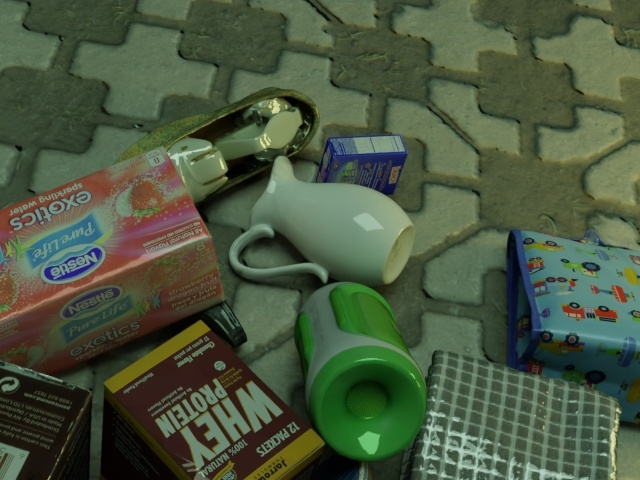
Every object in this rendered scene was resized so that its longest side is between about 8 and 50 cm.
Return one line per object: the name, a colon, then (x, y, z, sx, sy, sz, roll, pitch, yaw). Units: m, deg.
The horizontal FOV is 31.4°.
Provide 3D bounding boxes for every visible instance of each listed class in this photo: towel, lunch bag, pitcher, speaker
towel: (0.207, 0.269, 1.262, 0.235, 0.121, 0.284, 15, 48, 2)
lunch bag: (0.356, 0.079, 1.467, 0.221, 0.138, 0.293, 9, 39, -1)
pitcher: (0.000, 0.000, 1.464, 0.207, 0.125, 0.178, 23, 69, 22)
speaker: (0.038, 0.133, 1.248, 0.131, 0.131, 0.296, 7, 12, -6)

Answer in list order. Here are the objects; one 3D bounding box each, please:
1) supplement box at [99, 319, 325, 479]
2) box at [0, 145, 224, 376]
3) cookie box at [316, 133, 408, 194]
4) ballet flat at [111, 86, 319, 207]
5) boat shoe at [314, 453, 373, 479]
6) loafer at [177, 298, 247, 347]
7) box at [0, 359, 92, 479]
supplement box: (-0.119, 0.229, 1.177, 0.129, 0.194, 0.191, -33, 63, -33)
box: (-0.279, 0.038, 1.305, 0.300, 0.142, 0.154, -23, 58, -12)
cookie box: (0.056, -0.101, 1.569, 0.107, 0.092, 0.040, -4, 54, -16)
ballet flat: (-0.135, -0.115, 1.511, 0.123, 0.123, 0.348, 41, 51, 22)
boat shoe: (0.036, 0.265, 1.199, 0.066, 0.183, 0.066, 44, 83, -2)
loafer: (-0.160, 0.082, 1.392, 0.170, 0.062, 0.061, 37, 66, 27)
box: (-0.332, 0.241, 1.115, 0.168, 0.203, 0.167, 17, 48, 2)
